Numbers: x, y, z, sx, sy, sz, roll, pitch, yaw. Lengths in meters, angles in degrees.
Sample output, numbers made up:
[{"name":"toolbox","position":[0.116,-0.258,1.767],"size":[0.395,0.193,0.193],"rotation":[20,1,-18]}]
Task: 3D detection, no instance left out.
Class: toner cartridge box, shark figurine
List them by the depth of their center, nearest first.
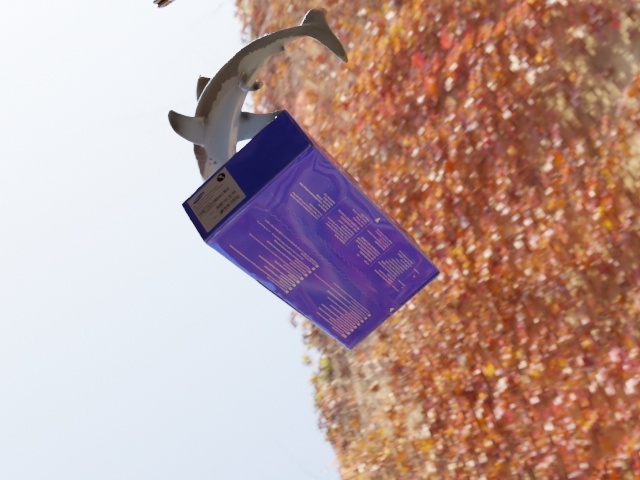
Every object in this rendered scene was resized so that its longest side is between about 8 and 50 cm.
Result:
[{"name":"toner cartridge box","position":[0.000,0.000,1.334],"size":[0.165,0.348,0.075],"rotation":[-40,-130,7]},{"name":"shark figurine","position":[-0.104,-0.199,1.353],"size":[0.166,0.116,0.278],"rotation":[30,-82,-41]}]

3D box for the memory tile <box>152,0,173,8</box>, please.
[{"name":"memory tile","position":[-0.090,-0.252,0.983],"size":[0.113,0.148,0.012],"rotation":[-38,-77,-19]}]
